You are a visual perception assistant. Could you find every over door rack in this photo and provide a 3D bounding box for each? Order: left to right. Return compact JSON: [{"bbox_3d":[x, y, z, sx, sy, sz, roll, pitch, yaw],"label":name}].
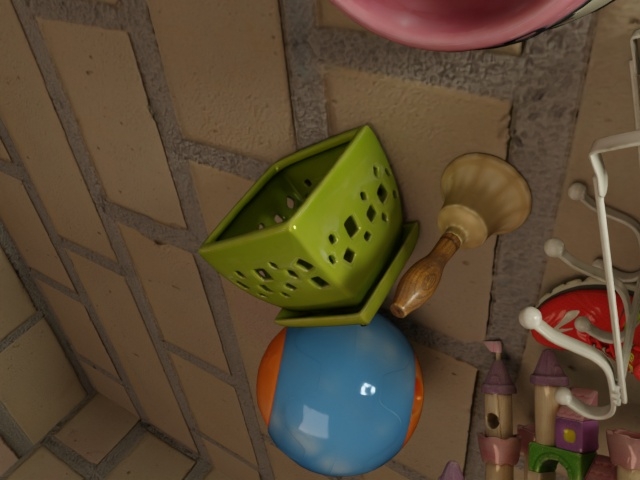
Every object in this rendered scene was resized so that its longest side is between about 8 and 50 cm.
[{"bbox_3d":[0.278,-0.019,0.589,0.108,0.239,0.324,11,133,28],"label":"over door rack"}]

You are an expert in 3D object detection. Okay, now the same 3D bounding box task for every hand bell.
[{"bbox_3d":[0.153,0.007,0.723,0.126,0.242,0.126,24,138,24],"label":"hand bell"}]

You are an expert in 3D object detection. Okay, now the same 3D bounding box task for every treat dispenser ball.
[{"bbox_3d":[0.034,0.253,1.033,0.288,0.288,0.288,25,139,23],"label":"treat dispenser ball"}]

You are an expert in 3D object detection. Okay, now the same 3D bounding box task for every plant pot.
[{"bbox_3d":[0.000,0.000,0.882,0.227,0.228,0.207,-12,123,47],"label":"plant pot"}]

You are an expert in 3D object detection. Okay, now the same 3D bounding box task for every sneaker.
[{"bbox_3d":[0.379,0.117,0.723,0.279,0.118,0.107,-4,122,44],"label":"sneaker"}]

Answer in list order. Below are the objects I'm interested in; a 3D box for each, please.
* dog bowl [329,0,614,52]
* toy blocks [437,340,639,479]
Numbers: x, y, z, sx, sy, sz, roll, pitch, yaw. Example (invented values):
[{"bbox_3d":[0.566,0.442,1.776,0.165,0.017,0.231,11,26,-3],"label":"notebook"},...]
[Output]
[{"bbox_3d":[0.115,-0.345,0.495,0.408,0.150,0.408,24,139,23],"label":"dog bowl"},{"bbox_3d":[0.324,0.279,0.830,0.288,0.308,0.260,-6,79,54],"label":"toy blocks"}]
